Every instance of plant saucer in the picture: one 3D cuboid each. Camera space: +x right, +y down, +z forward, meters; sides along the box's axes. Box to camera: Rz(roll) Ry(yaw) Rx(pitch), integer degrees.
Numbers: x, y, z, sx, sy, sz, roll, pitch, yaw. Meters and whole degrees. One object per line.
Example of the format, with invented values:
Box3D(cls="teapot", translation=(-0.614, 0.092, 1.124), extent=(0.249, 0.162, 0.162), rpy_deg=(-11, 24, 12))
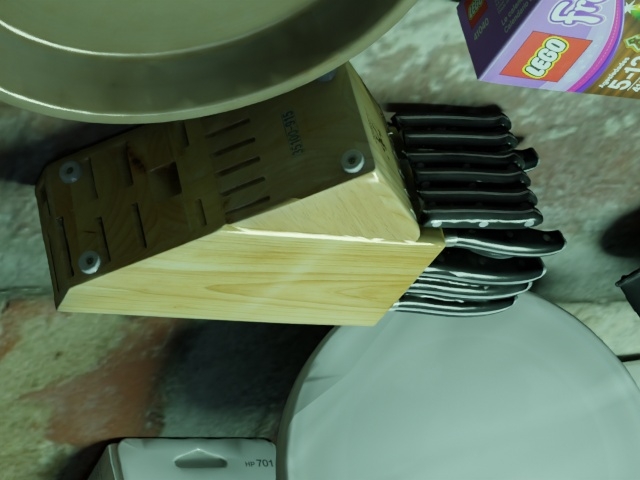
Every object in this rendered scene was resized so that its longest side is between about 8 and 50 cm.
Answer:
Box3D(cls="plant saucer", translation=(-0.069, -0.153, 0.968), extent=(0.277, 0.041, 0.278), rpy_deg=(-10, 149, -6))

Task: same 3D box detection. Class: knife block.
Box3D(cls="knife block", translation=(0.000, 0.000, 1.198), extent=(0.275, 0.088, 0.242), rpy_deg=(-21, 148, 10))

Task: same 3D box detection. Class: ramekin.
Box3D(cls="ramekin", translation=(0.091, 0.173, 1.360), extent=(0.272, 0.273, 0.127), rpy_deg=(-5, 160, -15))

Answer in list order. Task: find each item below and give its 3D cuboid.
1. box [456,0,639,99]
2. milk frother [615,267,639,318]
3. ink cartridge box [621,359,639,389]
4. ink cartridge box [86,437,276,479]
Box3D(cls="box", translation=(0.227, -0.180, 1.029), extent=(0.201, 0.057, 0.293), rpy_deg=(4, 145, -27))
Box3D(cls="milk frother", translation=(0.301, 0.047, 1.353), extent=(0.143, 0.135, 0.129), rpy_deg=(-32, 176, 32))
Box3D(cls="ink cartridge box", translation=(0.141, 0.196, 1.550), extent=(0.272, 0.115, 0.198), rpy_deg=(-6, 148, -14))
Box3D(cls="ink cartridge box", translation=(-0.122, 0.235, 1.531), extent=(0.139, 0.082, 0.191), rpy_deg=(3, 144, -26))
